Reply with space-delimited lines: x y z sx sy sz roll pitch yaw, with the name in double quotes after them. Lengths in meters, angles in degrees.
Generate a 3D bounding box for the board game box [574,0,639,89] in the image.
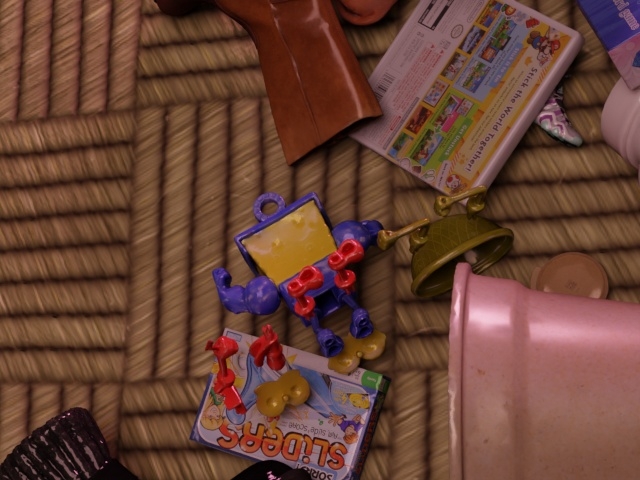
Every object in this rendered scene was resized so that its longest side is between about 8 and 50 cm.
0.396 -0.346 1.714 0.318 0.066 0.319 -31 41 10 "board game box"

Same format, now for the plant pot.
0.287 0.184 1.588 0.305 0.334 0.334 -2 77 9 "plant pot"

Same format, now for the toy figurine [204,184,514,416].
0.000 0.000 1.784 0.362 0.191 0.217 -32 54 -2 "toy figurine"

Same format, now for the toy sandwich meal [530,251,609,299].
0.269 0.052 1.761 0.085 0.029 0.086 -4 72 13 "toy sandwich meal"

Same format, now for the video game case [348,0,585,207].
0.155 -0.174 1.838 0.206 0.026 0.227 34 90 35 "video game case"

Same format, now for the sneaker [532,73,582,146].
0.261 -0.151 1.805 0.098 0.038 0.069 36 92 23 "sneaker"

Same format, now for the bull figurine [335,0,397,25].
0.107 -0.394 1.889 0.310 0.101 0.188 -47 63 2 "bull figurine"

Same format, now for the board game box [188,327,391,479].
-0.035 0.190 1.834 0.201 0.035 0.136 14 83 23 "board game box"

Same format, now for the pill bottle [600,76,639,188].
0.432 -0.059 1.632 0.176 0.176 0.318 -47 54 4 "pill bottle"

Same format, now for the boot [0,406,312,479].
-0.197 0.281 1.818 0.348 0.131 0.260 -37 68 10 "boot"

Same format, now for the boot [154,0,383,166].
-0.066 -0.225 1.920 0.264 0.096 0.280 -21 89 36 "boot"
